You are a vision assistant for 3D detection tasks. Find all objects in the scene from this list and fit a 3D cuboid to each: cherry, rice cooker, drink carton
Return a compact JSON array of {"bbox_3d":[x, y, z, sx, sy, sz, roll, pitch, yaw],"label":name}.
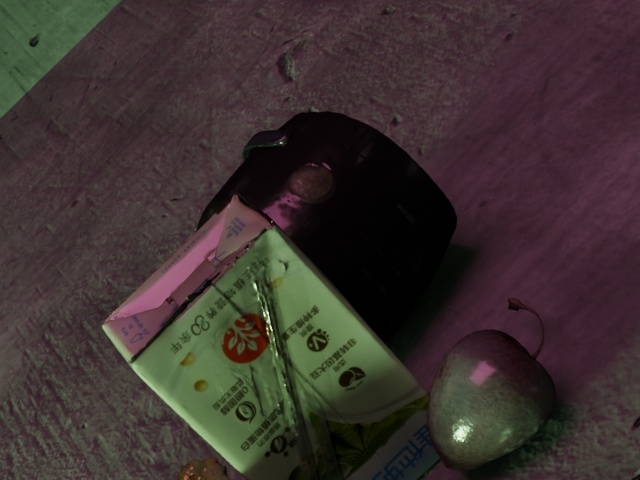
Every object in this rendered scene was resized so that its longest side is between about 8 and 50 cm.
[{"bbox_3d":[0.156,0.145,1.735,0.188,0.115,0.148,-131,49,-70],"label":"cherry"},{"bbox_3d":[0.000,0.000,1.987,0.224,0.267,0.267,-55,29,-16],"label":"rice cooker"},{"bbox_3d":[-0.037,0.133,1.750,0.194,0.324,0.132,-43,26,-2],"label":"drink carton"}]

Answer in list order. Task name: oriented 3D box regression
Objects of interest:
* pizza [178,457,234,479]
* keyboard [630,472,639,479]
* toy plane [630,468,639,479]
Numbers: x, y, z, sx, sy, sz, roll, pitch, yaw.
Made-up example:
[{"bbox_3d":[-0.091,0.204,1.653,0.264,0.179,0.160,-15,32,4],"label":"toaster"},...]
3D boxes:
[{"bbox_3d":[-0.065,0.330,1.703,0.071,0.189,0.297,-7,24,-28],"label":"pizza"},{"bbox_3d":[0.358,0.180,1.463,0.310,0.018,0.101,-37,50,10],"label":"keyboard"},{"bbox_3d":[0.304,0.190,1.527,0.080,0.033,0.083,-16,57,41],"label":"toy plane"}]
